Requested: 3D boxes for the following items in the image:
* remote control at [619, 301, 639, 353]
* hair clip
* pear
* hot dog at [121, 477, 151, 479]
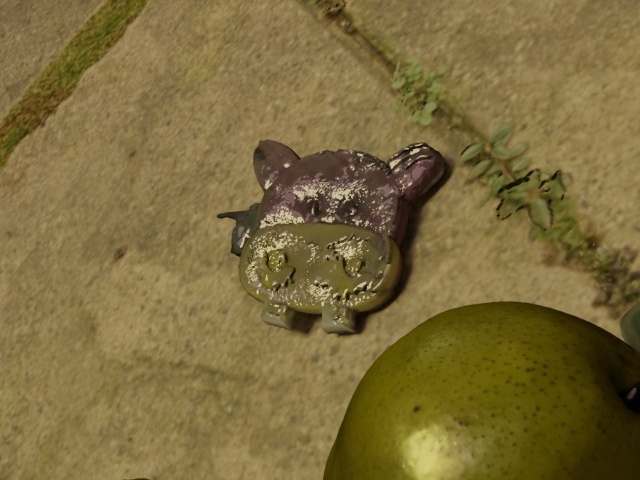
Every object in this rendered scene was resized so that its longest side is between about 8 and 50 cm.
[{"bbox_3d":[0.299,0.003,0.872,0.285,0.038,0.123,-40,40,17],"label":"remote control"},{"bbox_3d":[-0.005,-0.003,1.174,0.187,0.056,0.146,-1,68,42],"label":"hair clip"},{"bbox_3d":[0.095,0.123,0.874,0.198,0.198,0.198,-26,46,30],"label":"pear"},{"bbox_3d":[-0.078,0.334,0.892,0.223,0.185,0.405,-45,39,8],"label":"hot dog"}]
